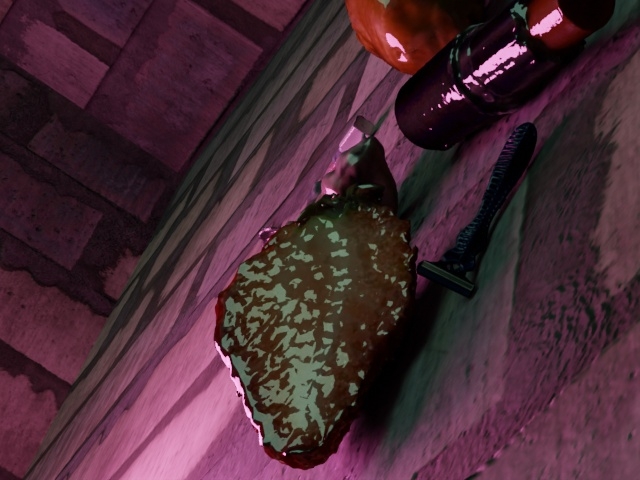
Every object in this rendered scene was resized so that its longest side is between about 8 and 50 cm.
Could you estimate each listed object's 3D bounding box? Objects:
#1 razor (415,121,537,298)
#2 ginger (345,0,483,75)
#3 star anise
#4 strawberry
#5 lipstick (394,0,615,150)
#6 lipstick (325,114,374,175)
[{"bbox_3d":[0.121,-0.024,0.946,0.155,0.044,0.028,-59,-15,-25],"label":"razor"},{"bbox_3d":[0.111,-0.294,1.440,0.321,0.172,0.165,-71,-19,-51],"label":"ginger"},{"bbox_3d":[0.000,0.000,1.238,0.236,0.093,0.229,-51,12,36],"label":"star anise"},{"bbox_3d":[0.005,0.077,0.999,0.175,0.107,0.236,8,59,37],"label":"strawberry"},{"bbox_3d":[0.145,-0.144,1.054,0.081,0.081,0.299,-60,11,-20],"label":"lipstick"},{"bbox_3d":[0.032,-0.111,1.617,0.107,0.025,0.025,-55,8,47],"label":"lipstick"}]
